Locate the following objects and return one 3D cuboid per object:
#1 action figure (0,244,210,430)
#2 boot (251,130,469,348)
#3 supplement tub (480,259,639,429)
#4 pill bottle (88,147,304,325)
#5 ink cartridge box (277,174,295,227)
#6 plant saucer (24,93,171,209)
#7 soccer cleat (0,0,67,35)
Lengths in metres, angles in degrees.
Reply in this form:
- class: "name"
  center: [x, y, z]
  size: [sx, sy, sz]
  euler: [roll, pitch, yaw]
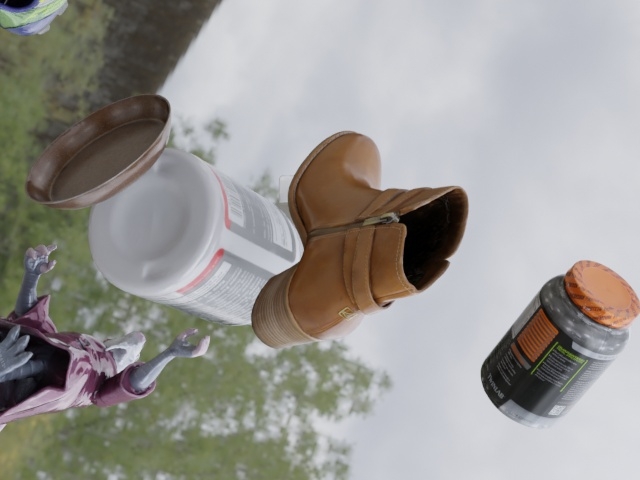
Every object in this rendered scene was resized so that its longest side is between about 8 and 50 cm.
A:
- class: "action figure"
  center: [-0.319, 0.170, 1.442]
  size: [0.276, 0.248, 0.370]
  euler: [-61, 161, 3]
- class: "boot"
  center: [0.052, -0.028, 1.163]
  size: [0.220, 0.109, 0.283]
  euler: [-25, -152, 47]
- class: "supplement tub"
  center: [0.279, 0.120, 1.376]
  size: [0.190, 0.117, 0.117]
  euler: [-57, -158, 34]
- class: "pill bottle"
  center: [-0.122, 0.009, 1.350]
  size: [0.161, 0.283, 0.161]
  euler: [-6, -106, 22]
- class: "ink cartridge box"
  center: [0.000, 0.000, 1.777]
  size: [0.067, 0.115, 0.198]
  euler: [-169, -104, -66]
- class: "plant saucer"
  center: [-0.216, -0.084, 1.185]
  size: [0.168, 0.029, 0.168]
  euler: [-21, -146, 15]
- class: "soccer cleat"
  center: [-0.342, -0.402, 1.584]
  size: [0.289, 0.093, 0.121]
  euler: [-56, 164, -1]
